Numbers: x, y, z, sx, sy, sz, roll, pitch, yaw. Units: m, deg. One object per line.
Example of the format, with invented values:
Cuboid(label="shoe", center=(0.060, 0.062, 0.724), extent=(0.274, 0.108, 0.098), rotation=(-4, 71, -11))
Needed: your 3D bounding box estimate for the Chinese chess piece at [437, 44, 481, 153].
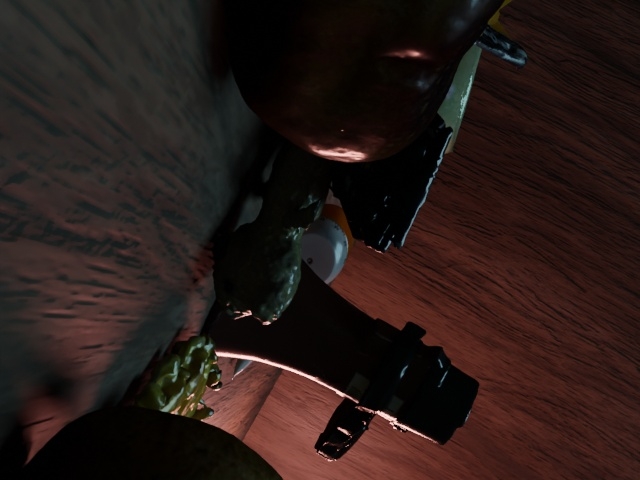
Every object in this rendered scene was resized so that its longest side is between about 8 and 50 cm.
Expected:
Cuboid(label="Chinese chess piece", center=(0.171, -0.247, 1.109), extent=(0.250, 0.101, 0.250), rotation=(14, 90, -83))

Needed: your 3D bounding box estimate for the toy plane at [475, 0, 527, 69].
Cuboid(label="toy plane", center=(0.120, -0.256, 0.836), extent=(0.316, 0.204, 0.103), rotation=(-30, -179, -44))

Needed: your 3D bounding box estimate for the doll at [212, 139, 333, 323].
Cuboid(label="doll", center=(-0.017, -0.060, 0.712), extent=(0.286, 0.091, 0.203), rotation=(-51, -147, 28))

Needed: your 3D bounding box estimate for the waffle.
Cuboid(label="waffle", center=(-0.181, 0.227, 0.815), extent=(0.262, 0.060, 0.280), rotation=(-56, 170, -22))

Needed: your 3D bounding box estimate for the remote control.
Cuboid(label="remote control", center=(0.049, -0.091, 0.802), extent=(0.399, 0.062, 0.145), rotation=(-106, -142, -75))

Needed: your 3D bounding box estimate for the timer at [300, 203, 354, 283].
Cuboid(label="timer", center=(0.000, 0.000, 1.166), extent=(0.136, 0.099, 0.136), rotation=(-56, -172, 13))

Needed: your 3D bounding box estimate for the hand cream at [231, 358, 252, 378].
Cuboid(label="hand cream", center=(-0.099, 0.155, 1.306), extent=(0.205, 0.050, 0.078), rotation=(-59, 176, 37))

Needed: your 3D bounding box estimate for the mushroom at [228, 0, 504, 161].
Cuboid(label="mushroom", center=(0.032, -0.184, 0.458), extent=(0.227, 0.148, 0.218), rotation=(128, -23, -56))

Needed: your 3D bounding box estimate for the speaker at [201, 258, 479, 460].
Cuboid(label="speaker", center=(0.004, 0.172, 0.975), extent=(0.259, 0.329, 0.198), rotation=(-55, 176, 14))

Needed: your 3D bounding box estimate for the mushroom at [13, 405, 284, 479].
Cuboid(label="mushroom", center=(-0.105, 0.232, 0.545), extent=(0.254, 0.267, 0.267), rotation=(-45, 166, -41))
